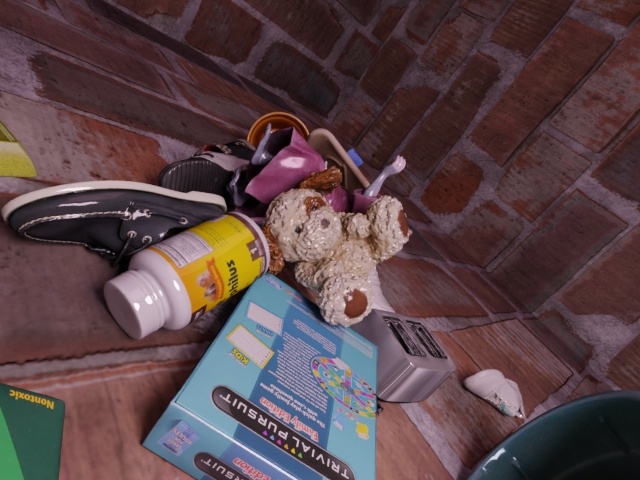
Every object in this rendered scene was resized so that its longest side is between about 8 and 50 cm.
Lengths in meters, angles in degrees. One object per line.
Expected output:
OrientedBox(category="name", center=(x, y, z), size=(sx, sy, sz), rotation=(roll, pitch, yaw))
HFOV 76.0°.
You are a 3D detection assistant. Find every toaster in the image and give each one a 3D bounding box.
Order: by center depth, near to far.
OrientedBox(category="toaster", center=(0.151, 0.226, 0.798), size=(0.168, 0.110, 0.186), rotation=(18, 28, -40))

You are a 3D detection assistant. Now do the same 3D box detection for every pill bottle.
OrientedBox(category="pill bottle", center=(-0.181, 0.046, 0.579), size=(0.117, 0.117, 0.215), rotation=(43, 44, 14))

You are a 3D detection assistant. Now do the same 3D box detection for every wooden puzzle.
OrientedBox(category="wooden puzzle", center=(0.076, -0.124, 1.125), size=(0.348, 0.080, 0.322), rotation=(48, -19, -3))

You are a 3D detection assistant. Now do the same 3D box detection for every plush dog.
OrientedBox(category="plush dog", center=(0.000, 0.000, 0.746), size=(0.225, 0.210, 0.262), rotation=(43, 63, -17))

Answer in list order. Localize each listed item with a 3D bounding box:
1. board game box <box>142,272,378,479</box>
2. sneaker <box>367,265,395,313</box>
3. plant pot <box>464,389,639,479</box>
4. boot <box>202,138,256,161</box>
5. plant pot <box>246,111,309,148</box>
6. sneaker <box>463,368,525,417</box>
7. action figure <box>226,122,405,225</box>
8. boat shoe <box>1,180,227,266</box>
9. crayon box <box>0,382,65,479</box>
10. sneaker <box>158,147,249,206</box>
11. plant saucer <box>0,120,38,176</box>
OrientedBox(category="board game box", center=(-0.043, 0.202, 0.580), size=(0.253, 0.079, 0.336), rotation=(35, 21, -5))
OrientedBox(category="sneaker", center=(0.083, 0.063, 0.969), size=(0.305, 0.152, 0.114), rotation=(49, 15, 26))
OrientedBox(category="plant pot", center=(0.389, 0.431, 0.496), size=(0.334, 0.341, 0.341), rotation=(52, 24, 14))
OrientedBox(category="boot", center=(-0.207, -0.203, 1.173), size=(0.236, 0.085, 0.178), rotation=(41, 25, 9))
OrientedBox(category="plant pot", center=(-0.144, -0.318, 1.376), size=(0.205, 0.205, 0.188), rotation=(32, 6, -15))
OrientedBox(category="sneaker", center=(0.435, 0.379, 0.995), size=(0.212, 0.080, 0.094), rotation=(26, 35, -31))
OrientedBox(category="action figure", center=(0.007, -0.075, 0.868), size=(0.370, 0.276, 0.248), rotation=(27, -16, -25))
OrientedBox(category="boat shoe", center=(-0.268, -0.009, 0.619), size=(0.340, 0.127, 0.113), rotation=(-1, 68, -62))
OrientedBox(category="crayon box", center=(-0.272, 0.158, 0.105), size=(0.363, 0.106, 0.313), rotation=(48, 7, -45))
OrientedBox(category="sneaker", center=(-0.262, -0.142, 0.935), size=(0.146, 0.122, 0.330), rotation=(25, 17, 20))
OrientedBox(category="plant saucer", center=(-0.548, -0.170, 0.598), size=(0.188, 0.045, 0.188), rotation=(43, 21, 15))
